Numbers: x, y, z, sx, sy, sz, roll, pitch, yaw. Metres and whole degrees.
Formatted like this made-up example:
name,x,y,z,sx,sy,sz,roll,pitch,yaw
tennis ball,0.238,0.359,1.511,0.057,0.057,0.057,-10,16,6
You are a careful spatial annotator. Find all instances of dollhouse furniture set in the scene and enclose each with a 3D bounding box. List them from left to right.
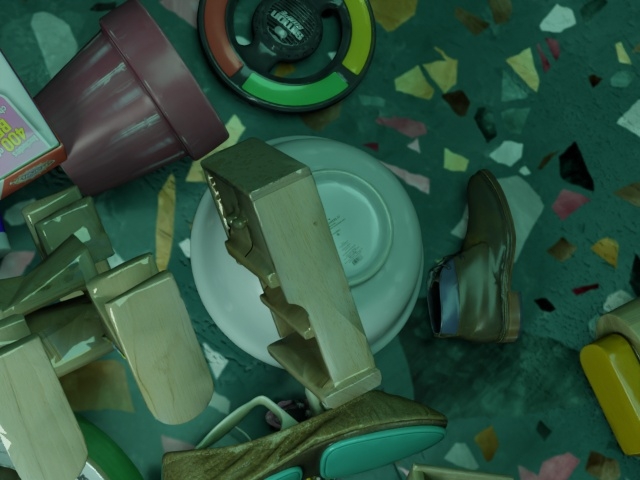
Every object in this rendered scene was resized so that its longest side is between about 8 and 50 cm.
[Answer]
name,x,y,z,sx,sy,sz,roll,pitch,yaw
dollhouse furniture set,-0.175,0.098,1.549,0.394,0.362,0.256,-26,113,-15
dollhouse furniture set,0.153,0.365,1.718,0.123,0.144,0.151,9,38,-13

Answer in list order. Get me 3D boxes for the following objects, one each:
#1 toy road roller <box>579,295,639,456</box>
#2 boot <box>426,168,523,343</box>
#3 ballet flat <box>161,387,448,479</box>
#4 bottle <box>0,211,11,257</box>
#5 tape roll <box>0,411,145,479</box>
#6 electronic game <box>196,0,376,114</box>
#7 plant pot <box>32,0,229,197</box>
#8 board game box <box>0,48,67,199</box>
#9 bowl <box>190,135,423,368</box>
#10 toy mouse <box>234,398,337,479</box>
name,x,y,z,sx,sy,sz,roll,pitch,yaw
toy road roller,0.490,0.199,1.795,0.202,0.240,0.329,-24,83,-19
boot,0.181,0.020,1.846,0.106,0.082,0.219,-4,79,-18
ballet flat,-0.026,0.224,1.705,0.342,0.116,0.124,-20,62,-15
bottle,-0.433,-0.106,1.714,0.118,0.092,0.283,-21,82,-20
tape roll,-0.308,0.312,1.540,0.321,0.077,0.321,26,41,-25
electronic game,-0.041,-0.268,1.881,0.229,0.048,0.229,4,76,-14
plant pot,-0.232,-0.150,1.735,0.180,0.201,0.201,-35,87,-4
board game box,-0.460,-0.163,1.629,0.242,0.064,0.316,-32,83,-9
bowl,0.000,0.000,1.778,0.298,0.134,0.298,3,75,-13
toy mouse,-0.044,0.240,1.758,0.143,0.031,0.161,18,72,-10
